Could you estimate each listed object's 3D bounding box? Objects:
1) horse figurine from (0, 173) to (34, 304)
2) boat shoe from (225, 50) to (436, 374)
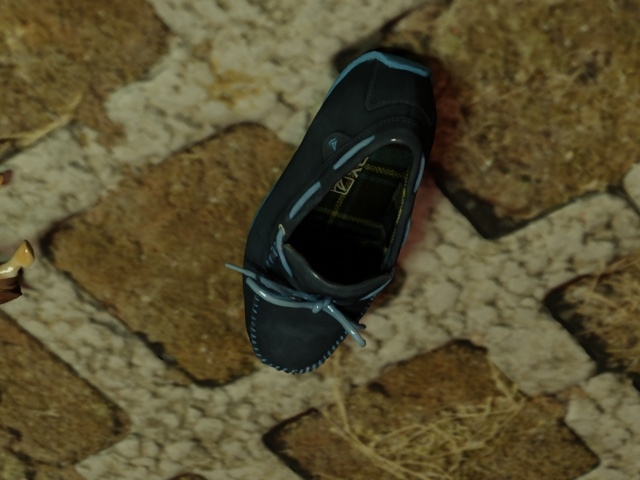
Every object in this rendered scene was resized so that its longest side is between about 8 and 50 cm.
[{"bbox_3d":[-0.292,-0.026,1.012,0.174,0.066,0.263,-22,127,12],"label":"horse figurine"},{"bbox_3d":[0.000,0.000,1.018,0.109,0.089,0.258,8,132,-7],"label":"boat shoe"}]
